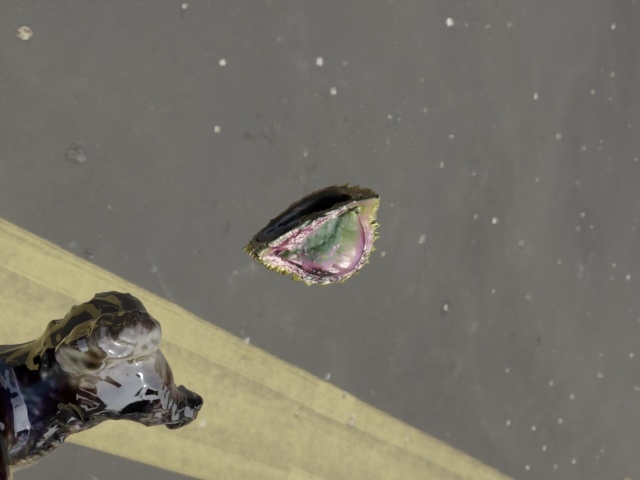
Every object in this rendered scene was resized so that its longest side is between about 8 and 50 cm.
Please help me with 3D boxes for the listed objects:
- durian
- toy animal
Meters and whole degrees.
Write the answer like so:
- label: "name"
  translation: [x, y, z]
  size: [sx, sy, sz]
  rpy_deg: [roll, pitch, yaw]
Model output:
- label: "durian"
  translation: [0.002, 0.003, 0.976]
  size: [0.187, 0.119, 0.108]
  rpy_deg: [-26, 111, 4]
- label: "toy animal"
  translation: [-0.318, 0.162, 0.806]
  size: [0.344, 0.302, 0.194]
  rpy_deg: [-21, 77, -14]
